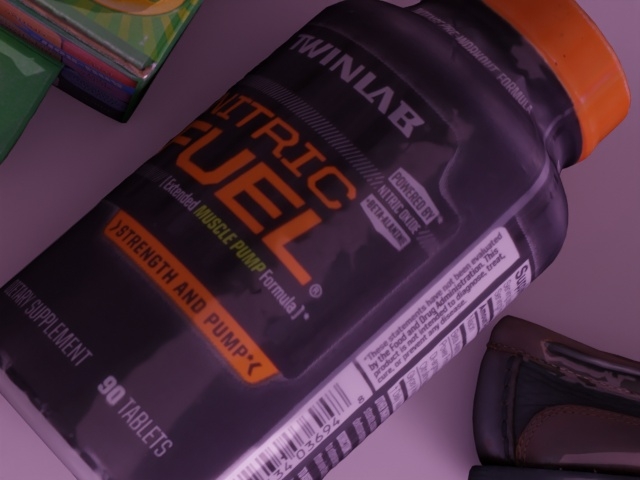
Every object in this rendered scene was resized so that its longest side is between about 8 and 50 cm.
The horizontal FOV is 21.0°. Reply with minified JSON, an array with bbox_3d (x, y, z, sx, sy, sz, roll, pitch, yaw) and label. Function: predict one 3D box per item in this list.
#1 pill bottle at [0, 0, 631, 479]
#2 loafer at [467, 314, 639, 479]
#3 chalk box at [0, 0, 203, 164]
[{"bbox_3d":[0.000,0.000,0.634,0.246,0.130,0.130,-42,95,-11],"label":"pill bottle"},{"bbox_3d":[0.192,0.076,0.688,0.268,0.096,0.084,3,81,-9],"label":"loafer"},{"bbox_3d":[-0.090,-0.131,0.621,0.132,0.132,0.213,32,82,-7],"label":"chalk box"}]
